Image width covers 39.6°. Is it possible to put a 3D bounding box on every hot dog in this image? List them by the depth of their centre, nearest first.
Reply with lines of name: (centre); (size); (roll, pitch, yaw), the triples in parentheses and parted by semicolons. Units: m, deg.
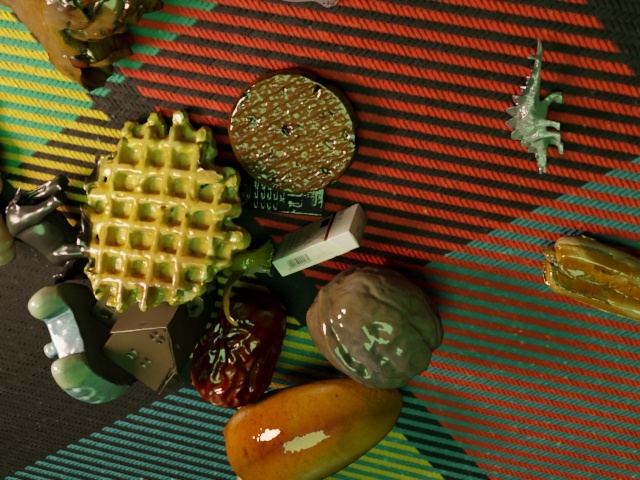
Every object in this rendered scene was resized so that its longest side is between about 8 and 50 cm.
hot dog: (0.470, 0.067, 1.390); (0.269, 0.072, 0.109); (21, 129, 2)

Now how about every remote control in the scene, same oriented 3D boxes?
remote control: (-0.111, -0.079, 1.467); (0.245, 0.025, 0.063); (6, 96, 11)

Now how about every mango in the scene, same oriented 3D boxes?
mango: (-0.009, 0.352, 1.645); (0.350, 0.199, 0.201); (-23, 98, 19)

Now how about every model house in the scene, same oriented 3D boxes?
model house: (-0.267, 0.090, 1.522); (0.204, 0.211, 0.243); (34, 131, -12)

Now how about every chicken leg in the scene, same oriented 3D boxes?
chicken leg: (-0.408, -0.347, 1.303); (0.409, 0.182, 0.295); (8, 142, 15)

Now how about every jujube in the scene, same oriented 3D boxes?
jujube: (-0.144, 0.196, 1.608); (0.155, 0.155, 0.230); (23, 118, -1)

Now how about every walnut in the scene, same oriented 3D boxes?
walnut: (0.089, 0.138, 1.473); (0.224, 0.224, 0.224); (8, 126, 11)

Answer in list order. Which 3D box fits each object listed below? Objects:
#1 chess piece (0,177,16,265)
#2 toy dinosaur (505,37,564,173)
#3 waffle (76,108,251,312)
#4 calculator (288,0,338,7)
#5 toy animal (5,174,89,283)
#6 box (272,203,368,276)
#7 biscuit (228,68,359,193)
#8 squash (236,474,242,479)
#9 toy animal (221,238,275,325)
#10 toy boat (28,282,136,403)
chess piece: (-0.615, -0.106, 1.557); (0.139, 0.124, 0.307); (33, 129, 31)
toy dinosaur: (0.307, -0.187, 1.275); (0.082, 0.039, 0.209); (2, 124, 17)
waffle: (-0.266, -0.046, 1.424); (0.307, 0.060, 0.312); (-26, 77, 11)
calculator: (-0.019, -0.436, 1.168); (0.194, 0.043, 0.294); (-2, 138, 15)
toy animal: (-0.444, -0.012, 1.573); (0.146, 0.114, 0.245); (-31, 114, 20)
box: (0.000, 0.000, 1.465); (0.154, 0.084, 0.040); (-23, 114, 28)
biscuit: (-0.042, -0.166, 1.382); (0.212, 0.036, 0.212); (7, 121, 12)
squash: (-0.098, 0.514, 1.749); (0.189, 0.260, 0.189); (9, 129, 11)
toy animal: (-0.126, 0.049, 1.537); (0.095, 0.219, 0.155); (-2, 163, -3)
toy boat: (-0.441, 0.197, 1.603); (0.123, 0.330, 0.215); (-27, 78, 1)
